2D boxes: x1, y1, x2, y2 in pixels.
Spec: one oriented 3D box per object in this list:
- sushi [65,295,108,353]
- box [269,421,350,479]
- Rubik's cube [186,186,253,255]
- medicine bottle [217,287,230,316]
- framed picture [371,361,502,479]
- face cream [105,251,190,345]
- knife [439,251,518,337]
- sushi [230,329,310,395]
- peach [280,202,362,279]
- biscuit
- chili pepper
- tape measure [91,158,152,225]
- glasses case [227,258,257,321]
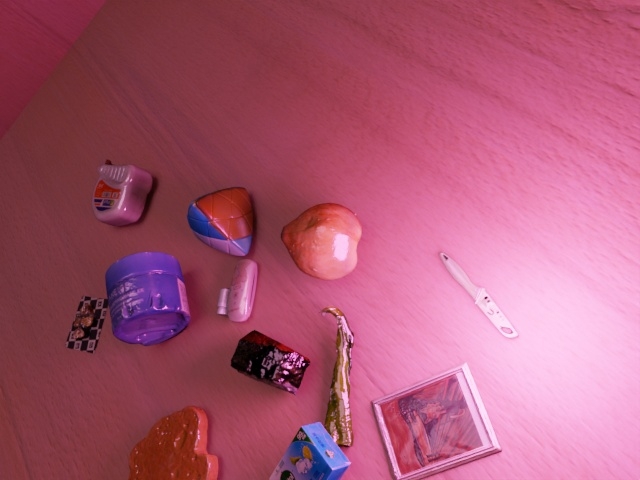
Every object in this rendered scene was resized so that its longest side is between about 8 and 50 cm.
[{"bbox_3d":[-0.901,0.312,2.132,0.193,0.040,0.210,1,71,33],"label":"sushi"},{"bbox_3d":[-0.029,0.576,1.402,0.139,0.073,0.194,43,115,37],"label":"box"},{"bbox_3d":[-0.335,-0.081,1.874,0.255,0.254,0.254,-13,64,28],"label":"Rubik's cube"},{"bbox_3d":[-0.302,0.197,1.788,0.047,0.047,0.083,-4,69,32],"label":"medicine bottle"},{"bbox_3d":[0.264,0.438,1.339,0.273,0.016,0.216,-29,57,20],"label":"framed picture"},{"bbox_3d":[-0.561,0.193,1.831,0.249,0.249,0.225,-33,58,17],"label":"face cream"},{"bbox_3d":[0.386,0.127,1.389,0.043,0.020,0.293,-41,55,10],"label":"knife"},{"bbox_3d":[-0.145,0.341,1.571,0.225,0.136,0.126,15,71,41],"label":"sushi"},{"bbox_3d":[0.000,0.000,1.571,0.233,0.232,0.232,-13,64,28],"label":"peach"},{"bbox_3d":[-0.433,0.675,1.665,0.351,0.057,0.312,-51,53,7],"label":"biscuit"},{"bbox_3d":[0.046,0.355,1.477,0.085,0.076,0.358,-8,73,26],"label":"chili pepper"},{"bbox_3d":[-0.790,-0.188,2.220,0.258,0.130,0.265,6,80,37],"label":"tape measure"},{"bbox_3d":[-0.245,0.157,1.764,0.081,0.051,0.204,-6,67,29],"label":"glasses case"}]
